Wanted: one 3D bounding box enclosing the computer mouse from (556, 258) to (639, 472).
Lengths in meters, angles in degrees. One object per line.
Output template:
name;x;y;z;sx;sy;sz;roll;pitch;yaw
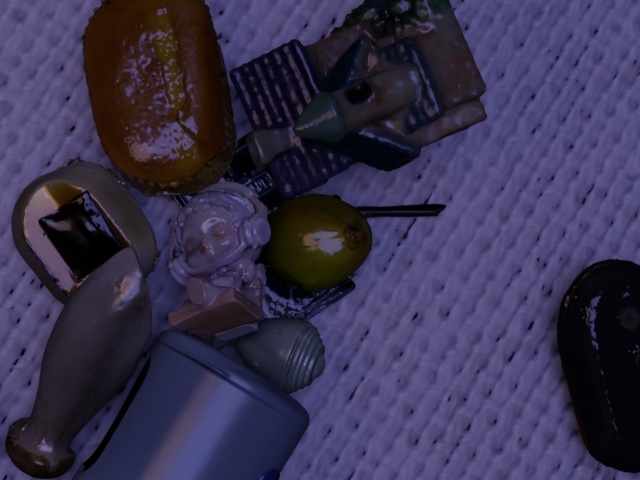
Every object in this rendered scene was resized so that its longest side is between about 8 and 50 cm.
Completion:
computer mouse;0.445;0.186;1.997;0.183;0.116;0.323;-14;94;-16

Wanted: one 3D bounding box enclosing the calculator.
calculator;-0.078;-0.007;1.955;0.166;0.028;0.274;-35;91;-13

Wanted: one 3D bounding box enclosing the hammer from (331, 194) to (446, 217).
hammer;0.099;-0.038;2.002;0.178;0.021;0.065;-3;85;-15

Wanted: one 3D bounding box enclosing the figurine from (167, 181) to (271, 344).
figurine;-0.142;0.017;1.839;0.163;0.141;0.236;-19;53;26

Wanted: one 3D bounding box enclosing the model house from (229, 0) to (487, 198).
model house;0.033;-0.200;1.858;0.280;0.312;0.245;-23;91;-15

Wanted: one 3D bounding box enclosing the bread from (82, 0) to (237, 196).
bread;-0.218;-0.207;1.872;0.204;0.156;0.288;-8;81;-9

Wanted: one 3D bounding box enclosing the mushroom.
mushroom;-0.308;0.160;1.792;0.128;0.128;0.350;28;104;-7

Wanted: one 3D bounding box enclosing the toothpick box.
toothpick box;-0.187;0.326;1.786;0.263;0.263;0.354;33;80;-6

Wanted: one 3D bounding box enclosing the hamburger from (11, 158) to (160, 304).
hamburger;-0.322;-0.005;1.867;0.173;0.116;0.210;-38;98;-1

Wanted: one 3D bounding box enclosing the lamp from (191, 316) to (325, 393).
lamp;-0.084;0.146;1.885;0.193;0.106;0.106;18;80;13

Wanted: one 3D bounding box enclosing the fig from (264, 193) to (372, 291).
fig;-0.003;0.001;1.901;0.153;0.121;0.135;-18;90;8
